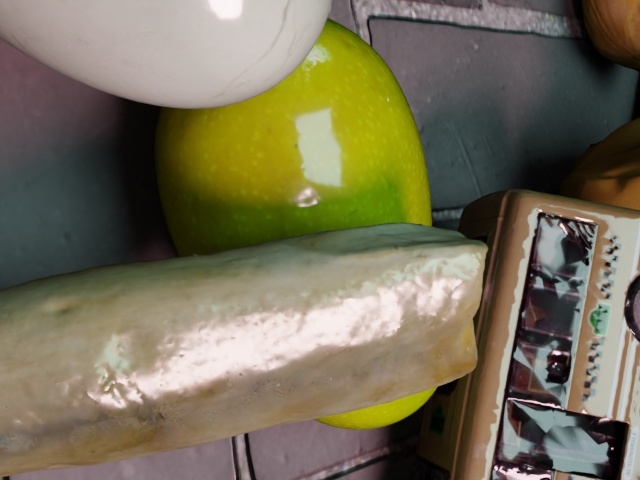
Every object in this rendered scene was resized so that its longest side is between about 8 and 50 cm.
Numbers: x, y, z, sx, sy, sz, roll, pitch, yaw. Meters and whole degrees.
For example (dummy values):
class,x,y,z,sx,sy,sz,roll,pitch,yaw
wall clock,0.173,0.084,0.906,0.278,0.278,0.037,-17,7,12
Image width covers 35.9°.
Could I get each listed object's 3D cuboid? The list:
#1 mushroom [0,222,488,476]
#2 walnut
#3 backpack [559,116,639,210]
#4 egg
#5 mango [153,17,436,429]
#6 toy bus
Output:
class,x,y,z,sx,sy,sz,roll,pitch,yaw
mushroom,-0.072,0.055,0.471,0.312,0.081,0.099,-11,130,-14
walnut,0.323,-0.254,0.956,0.144,0.144,0.180,25,77,-42
backpack,0.382,0.023,0.834,0.201,0.378,0.353,-37,109,-81
egg,-0.100,-0.170,0.449,0.264,0.183,0.183,47,46,12
mango,0.000,0.000,0.599,0.175,0.143,0.293,-52,132,-37
toy bus,0.152,0.114,0.705,0.157,0.139,0.289,13,85,-9
